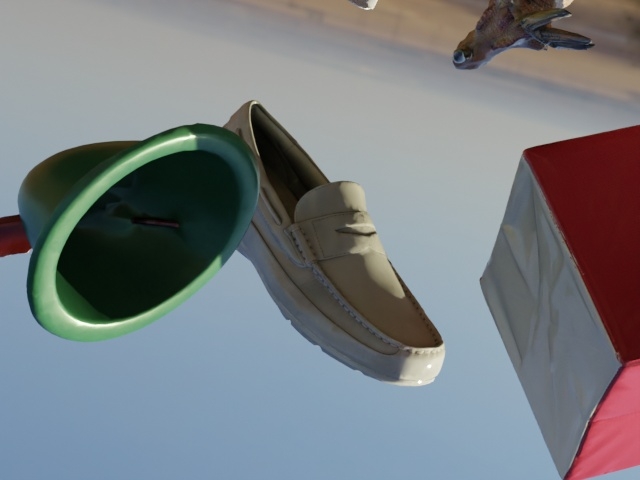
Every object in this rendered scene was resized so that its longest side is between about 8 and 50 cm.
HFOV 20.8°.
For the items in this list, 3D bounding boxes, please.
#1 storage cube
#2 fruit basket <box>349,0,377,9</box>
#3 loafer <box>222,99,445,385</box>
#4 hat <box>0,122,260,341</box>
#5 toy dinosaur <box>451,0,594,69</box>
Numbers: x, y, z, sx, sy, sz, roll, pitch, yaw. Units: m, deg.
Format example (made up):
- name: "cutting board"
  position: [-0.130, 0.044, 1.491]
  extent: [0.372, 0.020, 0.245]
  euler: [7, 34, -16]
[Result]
- name: "storage cube"
  position: [0.248, 0.037, 1.273]
  extent: [0.193, 0.215, 0.183]
  euler: [-12, 149, -15]
- name: "fruit basket"
  position: [-0.065, -0.297, 0.936]
  extent: [0.327, 0.165, 0.353]
  euler: [30, -146, -4]
- name: "loafer"
  position: [0.000, 0.000, 1.504]
  extent: [0.112, 0.111, 0.319]
  euler: [-3, -140, -49]
- name: "hat"
  position: [-0.176, -0.046, 1.199]
  extent: [0.183, 0.208, 0.173]
  euler: [45, 161, 34]
- name: "toy dinosaur"
  position: [0.183, -0.243, 1.206]
  extent: [0.200, 0.295, 0.127]
  euler: [-30, -134, -27]
